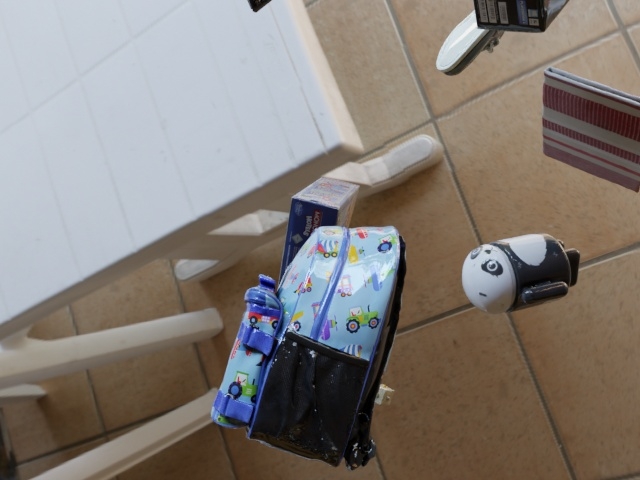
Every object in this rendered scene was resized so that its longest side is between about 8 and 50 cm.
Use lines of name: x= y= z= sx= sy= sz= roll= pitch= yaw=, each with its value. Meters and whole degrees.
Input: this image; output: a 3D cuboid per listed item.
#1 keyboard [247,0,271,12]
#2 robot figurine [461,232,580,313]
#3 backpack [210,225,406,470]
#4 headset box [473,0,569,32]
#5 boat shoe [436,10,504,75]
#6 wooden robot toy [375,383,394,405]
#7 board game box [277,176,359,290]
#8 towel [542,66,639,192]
keyboard: x=-0.071 y=-0.464 z=1.041 sx=0.023 sy=0.108 sz=0.180 roll=13 pitch=51 yaw=41
robot figurine: x=0.470 y=0.073 z=1.500 sx=0.277 sy=0.209 sz=0.174 roll=-11 pitch=76 yaw=-15
backpack: x=-0.002 y=0.064 z=0.488 sx=0.116 sy=0.158 sz=0.174 roll=17 pitch=87 yaw=-2
headset box: x=0.363 y=-0.528 z=1.046 sx=0.131 sy=0.246 sz=0.283 roll=20 pitch=57 yaw=37
boat shoe: x=0.380 y=-0.468 z=1.403 sx=0.320 sy=0.099 sz=0.116 roll=-52 pitch=30 yaw=-12
wooden robot toy: x=0.066 y=0.250 z=1.127 sx=0.173 sy=0.079 sz=0.076 roll=-2 pitch=76 yaw=42
board game box: x=0.000 y=0.000 z=0.845 sx=0.060 sy=0.194 sz=0.194 roll=15 pitch=119 yaw=8
towel: x=0.578 y=-0.229 z=1.334 sx=0.237 sy=0.329 sz=0.037 roll=29 pitch=80 yaw=27
